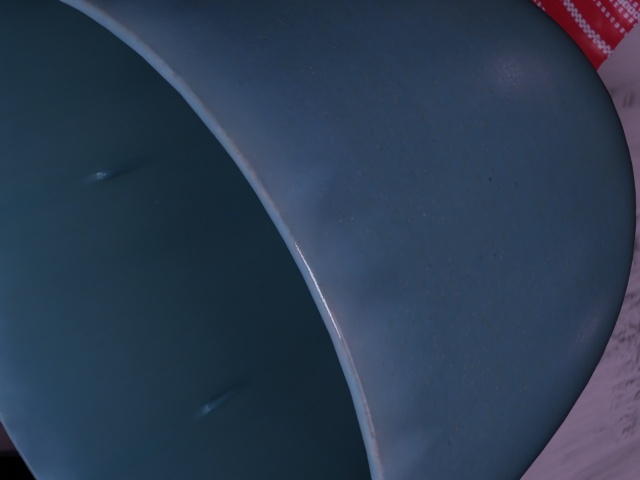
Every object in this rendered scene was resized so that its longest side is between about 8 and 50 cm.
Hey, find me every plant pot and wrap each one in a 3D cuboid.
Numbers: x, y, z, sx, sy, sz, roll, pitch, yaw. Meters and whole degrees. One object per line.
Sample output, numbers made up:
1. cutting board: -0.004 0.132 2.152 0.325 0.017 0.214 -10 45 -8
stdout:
1. plant pot: 0.000 0.000 0.486 0.235 0.293 0.293 -28 127 -36

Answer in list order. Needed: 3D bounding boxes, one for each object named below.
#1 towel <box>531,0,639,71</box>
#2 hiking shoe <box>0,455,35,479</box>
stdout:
1. towel: 0.182 -0.224 0.650 0.275 0.031 0.199 -47 129 -4
2. hiking shoe: -0.120 0.187 0.601 0.304 0.113 0.132 25 98 -40
